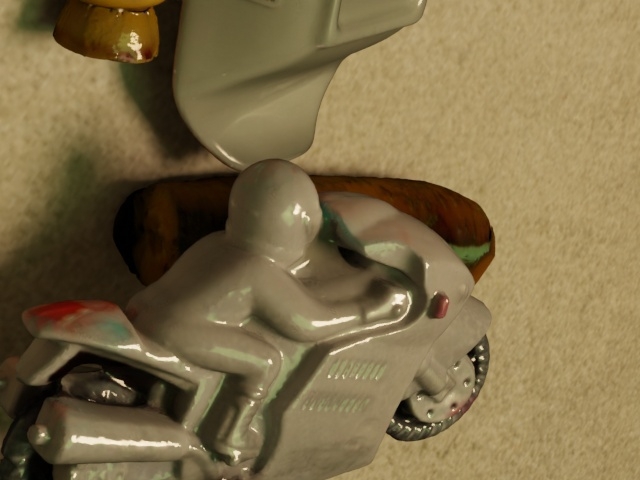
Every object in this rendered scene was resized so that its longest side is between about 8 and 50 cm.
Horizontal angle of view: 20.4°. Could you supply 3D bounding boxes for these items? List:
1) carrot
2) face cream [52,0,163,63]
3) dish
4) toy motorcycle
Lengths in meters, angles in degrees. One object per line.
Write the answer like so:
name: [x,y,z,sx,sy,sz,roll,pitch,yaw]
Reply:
carrot: [0.000,0.000,0.942,0.260,0.070,0.070,0,113,-49]
face cream: [-0.077,-0.166,0.749,0.072,0.051,0.182,-24,133,-57]
dish: [0.008,-0.139,0.837,0.154,0.064,0.234,-25,133,-54]
toy motorcycle: [-0.026,0.042,0.824,0.260,0.110,0.171,-10,117,-28]
